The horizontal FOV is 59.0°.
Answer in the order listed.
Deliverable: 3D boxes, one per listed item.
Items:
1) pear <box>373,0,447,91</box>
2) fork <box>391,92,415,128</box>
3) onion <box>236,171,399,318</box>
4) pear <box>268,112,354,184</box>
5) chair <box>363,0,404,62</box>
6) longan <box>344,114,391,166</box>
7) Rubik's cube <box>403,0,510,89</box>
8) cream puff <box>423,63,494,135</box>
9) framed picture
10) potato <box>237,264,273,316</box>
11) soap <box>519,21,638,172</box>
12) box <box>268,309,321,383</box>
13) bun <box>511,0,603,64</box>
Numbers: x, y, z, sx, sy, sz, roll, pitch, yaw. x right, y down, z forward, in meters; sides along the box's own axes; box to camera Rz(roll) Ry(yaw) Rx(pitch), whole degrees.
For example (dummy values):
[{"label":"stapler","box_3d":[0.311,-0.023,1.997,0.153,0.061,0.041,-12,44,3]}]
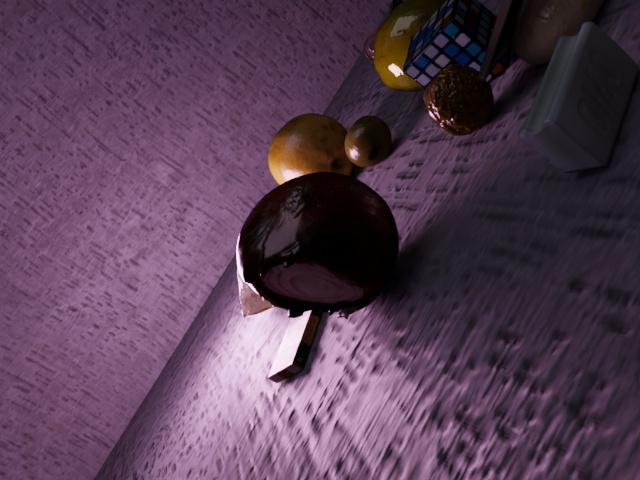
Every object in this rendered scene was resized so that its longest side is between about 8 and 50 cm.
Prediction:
[{"label":"pear","box_3d":[0.297,-0.576,1.648,0.307,0.253,0.253,-26,33,50]},{"label":"fork","box_3d":[0.286,-0.451,1.847,0.235,0.021,0.039,-63,12,-18]},{"label":"onion","box_3d":[0.006,0.004,1.205,0.341,0.341,0.341,-51,16,20]},{"label":"pear","box_3d":[-0.027,-0.291,1.964,0.314,0.314,0.314,-51,16,20]},{"label":"chair","box_3d":[0.334,-0.880,2.305,0.326,0.176,0.183,-34,35,41]},{"label":"longan","box_3d":[0.142,-0.310,1.741,0.155,0.145,0.176,-35,47,19]},{"label":"Rubik's cube","box_3d":[0.338,-0.467,1.390,0.182,0.187,0.184,-40,25,46]},{"label":"cream puff","box_3d":[0.306,-0.306,1.216,0.165,0.150,0.115,-19,0,-40]},{"label":"framed picture","box_3d":[0.409,-0.491,1.184,0.315,0.024,0.232,-51,-21,-45]},{"label":"potato","box_3d":[-0.118,0.120,1.799,0.264,0.211,0.189,-8,2,30]},{"label":"soap","box_3d":[0.379,-0.203,0.823,0.198,0.119,0.066,-62,15,-21]},{"label":"box","box_3d":[-0.055,0.239,1.440,0.132,0.034,0.235,-39,23,48]},{"label":"bun","box_3d":[0.454,-0.464,1.123,0.222,0.127,0.222,-52,17,24]}]
